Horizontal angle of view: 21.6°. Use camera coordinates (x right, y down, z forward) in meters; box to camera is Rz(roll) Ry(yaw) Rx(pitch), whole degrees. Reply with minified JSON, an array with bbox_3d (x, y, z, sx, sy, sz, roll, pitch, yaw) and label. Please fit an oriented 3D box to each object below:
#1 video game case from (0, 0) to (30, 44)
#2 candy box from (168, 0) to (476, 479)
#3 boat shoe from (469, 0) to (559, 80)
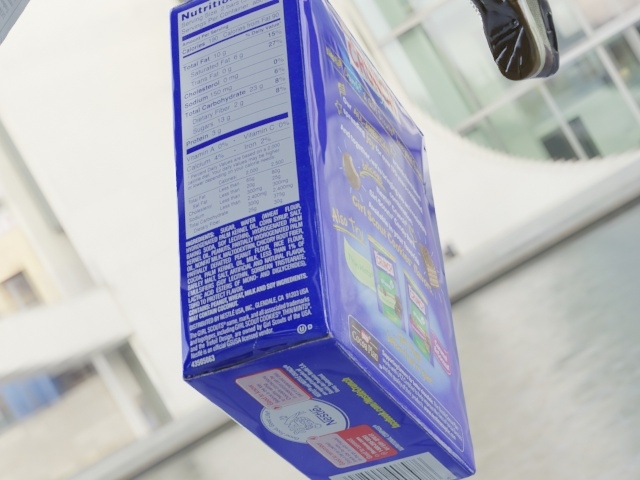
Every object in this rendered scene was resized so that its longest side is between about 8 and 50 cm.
[{"bbox_3d":[-0.195,-0.118,0.585,0.042,0.232,0.210,12,61,29],"label":"video game case"},{"bbox_3d":[0.000,0.000,1.237,0.122,0.317,0.268,-16,-34,19],"label":"candy box"},{"bbox_3d":[0.147,-0.194,1.309,0.056,0.152,0.049,-22,-16,38],"label":"boat shoe"}]
